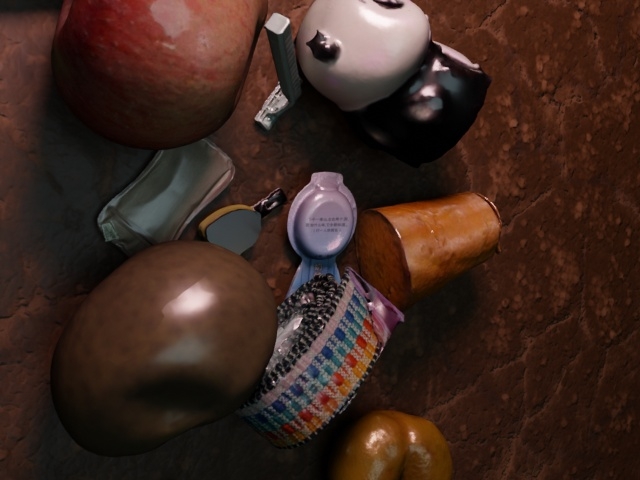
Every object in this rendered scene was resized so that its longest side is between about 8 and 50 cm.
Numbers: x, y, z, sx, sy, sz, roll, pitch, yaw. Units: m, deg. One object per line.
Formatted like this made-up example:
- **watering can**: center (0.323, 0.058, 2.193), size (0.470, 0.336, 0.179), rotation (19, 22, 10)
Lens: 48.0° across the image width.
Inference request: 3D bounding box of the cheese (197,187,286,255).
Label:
- **cheese**: center (-0.123, -0.035, 1.208), size (0.162, 0.036, 0.086), rotation (-38, 108, -20)

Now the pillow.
- **pillow**: center (-0.242, -0.070, 1.139), size (0.131, 0.038, 0.232), rotation (43, 76, -24)

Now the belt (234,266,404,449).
- **belt**: center (-0.016, 0.201, 1.199), size (0.160, 0.207, 0.295), rotation (48, 66, -20)

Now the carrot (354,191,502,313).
- **carrot**: center (0.209, 0.009, 1.306), size (0.254, 0.196, 0.195), rotation (-17, 103, -26)

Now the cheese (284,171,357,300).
- **cheese**: center (0.000, 0.000, 1.267), size (0.135, 0.052, 0.244), rotation (-1, 106, -25)

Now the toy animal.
- **toy animal**: center (0.104, -0.285, 1.191), size (0.310, 0.251, 0.250), rotation (29, 82, -22)

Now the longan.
- **longan**: center (-0.226, 0.152, 1.037), size (0.350, 0.288, 0.288), rotation (-36, 111, -7)

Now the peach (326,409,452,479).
- **peach**: center (0.127, 0.437, 1.331), size (0.251, 0.153, 0.251), rotation (0, 89, -25)

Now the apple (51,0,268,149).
- **apple**: center (-0.206, -0.289, 0.981), size (0.270, 0.345, 0.344), rotation (18, 87, -27)

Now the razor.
- **razor**: center (-0.055, -0.258, 1.100), size (0.056, 0.278, 0.111), rotation (32, 79, 4)
